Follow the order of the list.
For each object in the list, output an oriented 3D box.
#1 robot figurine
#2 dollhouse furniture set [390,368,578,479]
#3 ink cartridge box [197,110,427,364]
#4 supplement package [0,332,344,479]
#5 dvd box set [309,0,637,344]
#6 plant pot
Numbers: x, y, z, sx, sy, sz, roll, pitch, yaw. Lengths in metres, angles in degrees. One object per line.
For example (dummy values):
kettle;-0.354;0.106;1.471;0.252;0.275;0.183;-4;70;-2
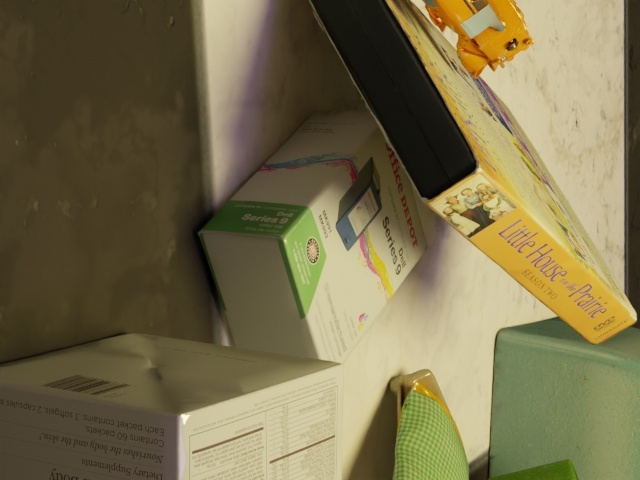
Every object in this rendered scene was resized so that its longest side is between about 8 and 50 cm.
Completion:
robot figurine;0.075;-0.284;1.292;0.291;0.085;0.211;45;12;-33
dollhouse furniture set;0.186;0.284;1.523;0.197;0.151;0.301;-87;158;-48
ink cartridge box;0.000;0.000;1.293;0.212;0.093;0.154;-51;135;-46
supplement package;-0.118;0.218;1.027;0.198;0.199;0.262;-11;104;-57
dvd box set;0.144;-0.088;1.377;0.420;0.062;0.307;34;24;-56
plant pot;0.373;0.234;1.784;0.248;0.252;0.247;-4;99;-58
